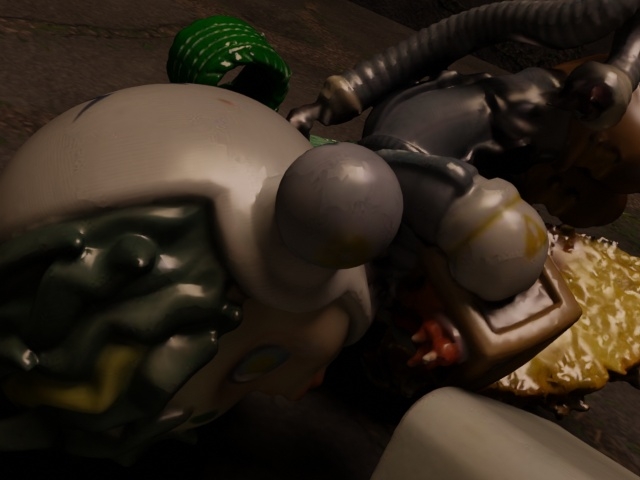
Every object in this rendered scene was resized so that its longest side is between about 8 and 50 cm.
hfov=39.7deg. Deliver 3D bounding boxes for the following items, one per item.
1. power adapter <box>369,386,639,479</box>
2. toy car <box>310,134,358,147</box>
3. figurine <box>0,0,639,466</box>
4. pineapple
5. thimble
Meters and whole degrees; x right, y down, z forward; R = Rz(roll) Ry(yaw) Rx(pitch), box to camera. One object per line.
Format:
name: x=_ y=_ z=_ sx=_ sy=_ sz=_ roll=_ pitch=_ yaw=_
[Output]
power adapter: x=0.115 y=0.164 z=0.362 sx=0.130 sy=0.125 sz=0.205 roll=25 pitch=2 yaw=-32
toy car: x=0.039 y=-0.044 z=0.884 sx=0.090 sy=0.076 sz=0.224 roll=3 pitch=24 yaw=-40
figurine: x=0.000 y=0.003 z=0.456 sx=0.382 sy=0.261 sz=0.186 roll=-14 pitch=61 yaw=-18
pineapple: x=0.095 y=0.069 z=0.661 sx=0.335 sy=0.158 sz=0.161 roll=15 pitch=63 yaw=-13
thimble: x=-0.102 y=-0.186 z=0.995 sx=0.130 sy=0.118 sz=0.090 roll=-17 pitch=48 yaw=-33
